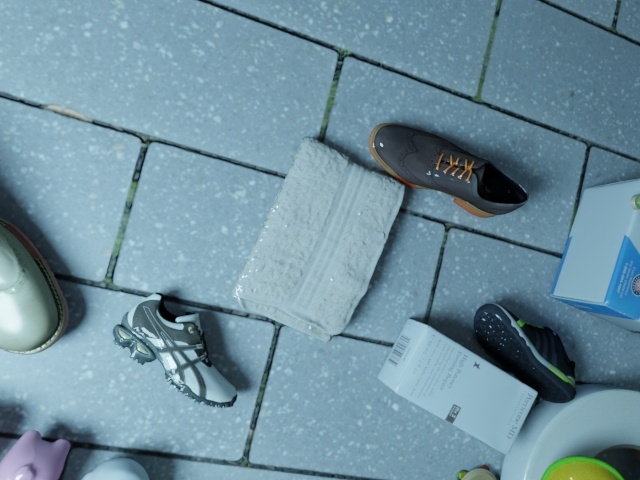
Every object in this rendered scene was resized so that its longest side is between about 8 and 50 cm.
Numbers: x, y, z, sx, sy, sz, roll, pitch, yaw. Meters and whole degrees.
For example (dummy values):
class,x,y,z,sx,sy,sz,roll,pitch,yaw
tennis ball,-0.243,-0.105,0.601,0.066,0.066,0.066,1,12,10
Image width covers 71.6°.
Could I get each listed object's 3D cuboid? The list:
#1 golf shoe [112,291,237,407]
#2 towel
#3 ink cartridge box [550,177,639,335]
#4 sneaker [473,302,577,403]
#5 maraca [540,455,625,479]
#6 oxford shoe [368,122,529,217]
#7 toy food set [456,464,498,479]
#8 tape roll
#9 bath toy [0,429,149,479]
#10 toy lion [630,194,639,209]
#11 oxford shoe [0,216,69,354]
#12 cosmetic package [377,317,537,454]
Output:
class,x,y,z,sx,sy,sz,roll,pitch,yaw
golf shoe,-0.183,0.154,0.618,0.198,0.077,0.094,40,80,-12
towel,0.000,0.000,0.679,0.187,0.049,0.282,25,84,-14
ink cartridge box,0.605,0.057,0.791,0.308,0.129,0.223,23,83,-12
sneaker,0.358,0.179,0.769,0.234,0.084,0.097,47,56,-11
maraca,0.398,0.412,0.666,0.127,0.099,0.185,-3,96,21
oxford shoe,0.207,-0.120,0.706,0.271,0.098,0.096,21,85,-13
toy food set,0.270,0.429,0.761,0.083,0.020,0.082,4,89,-14
tape roll,0.506,0.450,0.761,0.392,0.072,0.391,1,80,-8
bath toy,-0.392,0.313,0.539,0.348,0.129,0.151,23,118,-12
toy lion,0.542,-0.061,0.698,0.096,0.034,0.100,34,80,-17
oxford shoe,-0.471,-0.008,0.507,0.140,0.146,0.397,-45,100,-11
cosmetic package,0.221,0.234,0.717,0.231,0.085,0.117,30,83,-11
